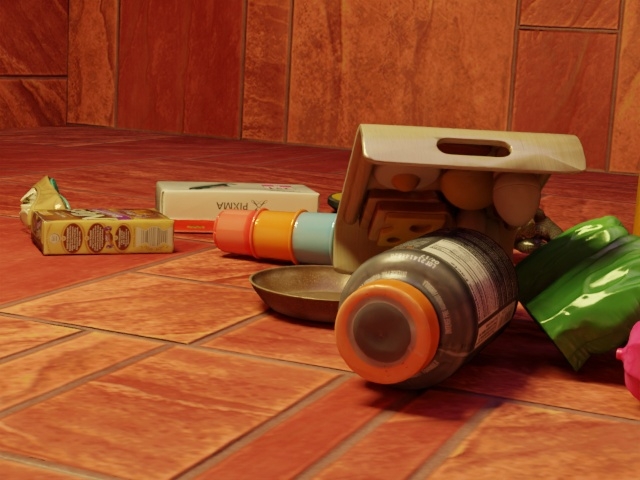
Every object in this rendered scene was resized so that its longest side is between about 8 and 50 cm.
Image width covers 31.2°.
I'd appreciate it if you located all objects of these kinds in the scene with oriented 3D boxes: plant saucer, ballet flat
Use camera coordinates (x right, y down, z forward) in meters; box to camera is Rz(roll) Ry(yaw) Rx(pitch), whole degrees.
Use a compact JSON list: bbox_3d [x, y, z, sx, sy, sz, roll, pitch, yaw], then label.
[{"bbox_3d":[0.015,0.064,1.336,0.199,0.036,0.198,4,9,-1],"label":"plant saucer"},{"bbox_3d":[-0.437,-0.054,1.793,0.073,0.080,0.232,-15,13,-14],"label":"ballet flat"}]

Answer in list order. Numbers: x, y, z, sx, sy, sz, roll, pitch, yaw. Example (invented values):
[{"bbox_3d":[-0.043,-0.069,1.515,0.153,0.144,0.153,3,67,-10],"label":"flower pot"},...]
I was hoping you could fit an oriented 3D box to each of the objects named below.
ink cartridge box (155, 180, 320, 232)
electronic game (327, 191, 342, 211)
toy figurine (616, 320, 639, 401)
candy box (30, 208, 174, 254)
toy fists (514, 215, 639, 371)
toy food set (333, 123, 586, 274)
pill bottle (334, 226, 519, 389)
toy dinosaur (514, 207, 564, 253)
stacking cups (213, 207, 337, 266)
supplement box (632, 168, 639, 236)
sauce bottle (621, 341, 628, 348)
[{"bbox_3d":[-0.135,-0.057,1.953,0.275,0.060,0.239,1,8,-13],"label":"ink cartridge box"},{"bbox_3d":[0.127,-0.069,2.133,0.229,0.048,0.229,3,9,0],"label":"electronic game"},{"bbox_3d":[0.341,0.112,0.993,0.173,0.130,0.159,23,-10,-27],"label":"toy figurine"},{"bbox_3d":[-0.315,-0.014,1.652,0.187,0.053,0.109,-2,12,-23],"label":"candy box"},{"bbox_3d":[0.288,0.050,1.206,0.142,0.096,0.279,-37,7,6],"label":"toy fists"},{"bbox_3d":[0.136,-0.026,1.237,0.220,0.092,0.306,2,-24,-5],"label":"toy food set"},{"bbox_3d":[0.097,0.064,1.076,0.131,0.130,0.246,7,10,22],"label":"pill bottle"},{"bbox_3d":[0.278,-0.026,1.715,0.314,0.121,0.160,-1,23,-2],"label":"toy dinosaur"},{"bbox_3d":[0.000,0.000,1.579,0.316,0.096,0.096,4,9,21],"label":"stacking cups"},{"bbox_3d":[0.542,-0.025,1.570,0.194,0.191,0.129,4,10,2],"label":"supplement box"},{"bbox_3d":[0.359,0.097,1.234,0.042,0.042,0.128,8,10,28],"label":"sauce bottle"}]
